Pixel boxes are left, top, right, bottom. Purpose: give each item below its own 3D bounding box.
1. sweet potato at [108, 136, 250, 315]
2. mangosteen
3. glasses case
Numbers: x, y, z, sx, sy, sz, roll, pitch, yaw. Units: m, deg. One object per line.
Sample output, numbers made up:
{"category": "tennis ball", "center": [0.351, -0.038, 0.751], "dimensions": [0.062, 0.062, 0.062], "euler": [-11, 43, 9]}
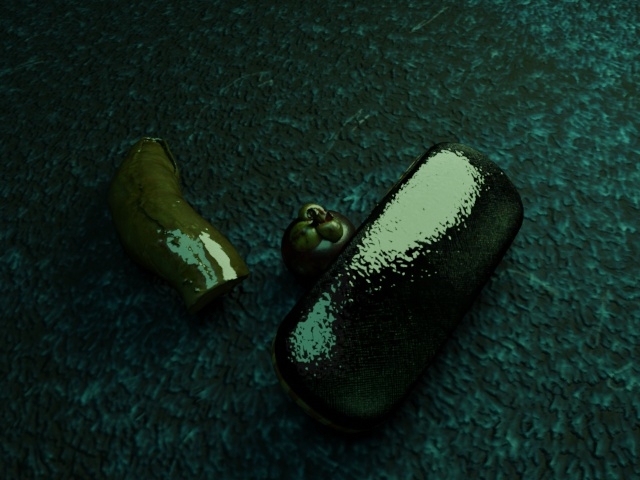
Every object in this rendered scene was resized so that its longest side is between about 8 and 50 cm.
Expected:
{"category": "sweet potato", "center": [-0.162, -0.023, 0.872], "dimensions": [0.112, 0.085, 0.286], "euler": [10, 25, -31]}
{"category": "mangosteen", "center": [0.001, 0.003, 0.816], "dimensions": [0.081, 0.081, 0.081], "euler": [-4, 46, 4]}
{"category": "glasses case", "center": [0.078, 0.031, 0.757], "dimensions": [0.122, 0.082, 0.321], "euler": [41, 57, -1]}
